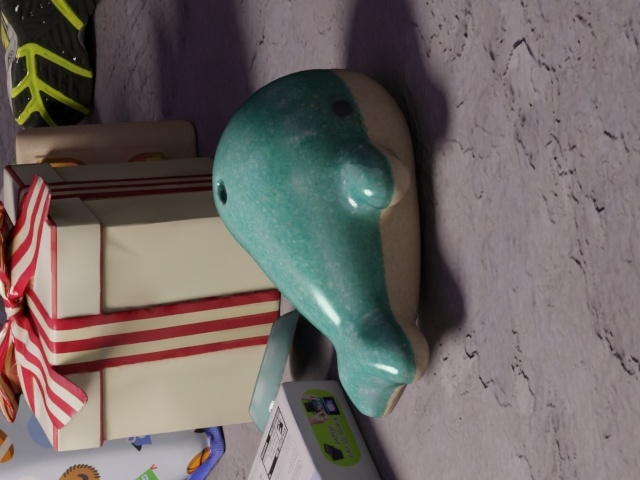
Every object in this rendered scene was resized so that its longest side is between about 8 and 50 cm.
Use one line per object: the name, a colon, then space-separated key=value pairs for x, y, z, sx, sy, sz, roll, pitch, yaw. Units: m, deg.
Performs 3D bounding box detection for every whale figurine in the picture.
whale figurine: x=0.000 y=0.000 z=1.294 sx=0.216 sy=0.141 sz=0.272 roll=125 pitch=136 yaw=-59

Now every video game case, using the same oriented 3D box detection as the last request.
video game case: x=-0.006 y=0.301 z=1.464 sx=0.244 sy=0.061 sz=0.269 roll=-114 pitch=33 yaw=-43

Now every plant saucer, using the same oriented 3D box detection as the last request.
plant saucer: x=-0.044 y=0.117 z=1.534 sx=0.119 sy=0.021 sz=0.119 roll=-165 pitch=90 yaw=-88

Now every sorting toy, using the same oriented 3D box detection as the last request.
sorting toy: x=-0.224 y=-0.023 z=1.811 sx=0.038 sy=0.193 sz=0.208 roll=172 pitch=94 yaw=-81

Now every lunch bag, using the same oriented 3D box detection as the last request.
lunch bag: x=-0.319 y=0.249 z=1.942 sx=0.385 sy=0.327 sz=0.239 roll=128 pitch=132 yaw=-59

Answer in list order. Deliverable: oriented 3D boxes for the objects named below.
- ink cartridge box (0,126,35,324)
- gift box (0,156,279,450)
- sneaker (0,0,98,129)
ink cartridge box: x=-0.389 y=0.057 z=2.169 sx=0.207 sy=0.119 sz=0.353 roll=115 pitch=172 yaw=-53
gift box: x=-0.189 y=0.049 z=1.643 sx=0.276 sy=0.258 sz=0.255 roll=-149 pitch=57 yaw=-66
sneaker: x=-0.365 y=-0.325 z=2.195 sx=0.147 sy=0.145 sz=0.385 roll=-116 pitch=30 yaw=-43
